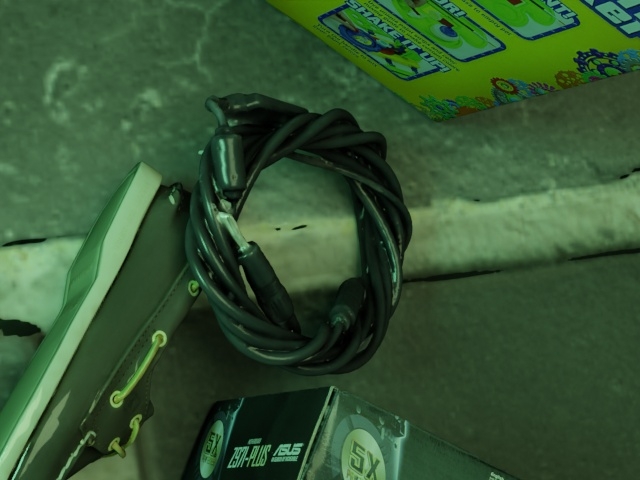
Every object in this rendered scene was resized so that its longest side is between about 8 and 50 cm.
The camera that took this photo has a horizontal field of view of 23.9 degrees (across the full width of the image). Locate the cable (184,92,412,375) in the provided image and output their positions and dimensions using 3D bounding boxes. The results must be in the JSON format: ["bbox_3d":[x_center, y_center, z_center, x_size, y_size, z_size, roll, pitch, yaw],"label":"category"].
[{"bbox_3d":[0.000,0.000,0.821,0.184,0.047,0.151,15,63,-53],"label":"cable"}]

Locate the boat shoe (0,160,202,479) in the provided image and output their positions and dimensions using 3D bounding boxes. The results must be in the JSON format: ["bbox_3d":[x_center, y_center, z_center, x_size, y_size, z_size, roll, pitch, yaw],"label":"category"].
[{"bbox_3d":[-0.112,0.069,0.767,0.068,0.081,0.228,30,66,-16],"label":"boat shoe"}]

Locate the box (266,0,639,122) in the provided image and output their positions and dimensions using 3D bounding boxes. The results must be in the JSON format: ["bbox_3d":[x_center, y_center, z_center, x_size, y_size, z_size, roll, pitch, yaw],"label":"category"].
[{"bbox_3d":[0.125,-0.245,0.815,0.177,0.279,0.290,33,75,-19],"label":"box"}]

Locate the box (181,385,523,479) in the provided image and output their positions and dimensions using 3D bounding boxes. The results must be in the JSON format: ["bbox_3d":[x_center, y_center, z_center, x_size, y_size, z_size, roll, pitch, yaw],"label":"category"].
[{"bbox_3d":[0.033,0.150,0.792,0.180,0.147,0.078,28,70,-20],"label":"box"}]
